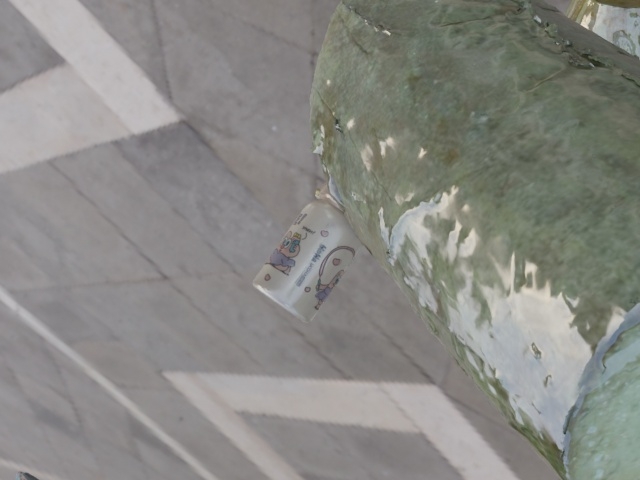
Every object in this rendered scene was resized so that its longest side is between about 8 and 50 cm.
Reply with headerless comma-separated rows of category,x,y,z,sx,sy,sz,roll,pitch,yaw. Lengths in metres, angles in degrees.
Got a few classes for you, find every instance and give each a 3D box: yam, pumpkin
yam,0.108,-0.017,0.496,0.304,0.168,0.168,52,172,48
pumpkin,0.404,-0.281,1.343,0.217,0.217,0.110,17,145,31

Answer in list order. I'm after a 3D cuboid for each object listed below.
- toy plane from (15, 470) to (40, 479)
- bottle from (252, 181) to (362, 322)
toy plane,-0.254,0.329,1.152,0.326,0.104,0.223,34,138,50
bottle,0.000,0.000,1.424,0.097,0.209,0.110,39,173,-40
